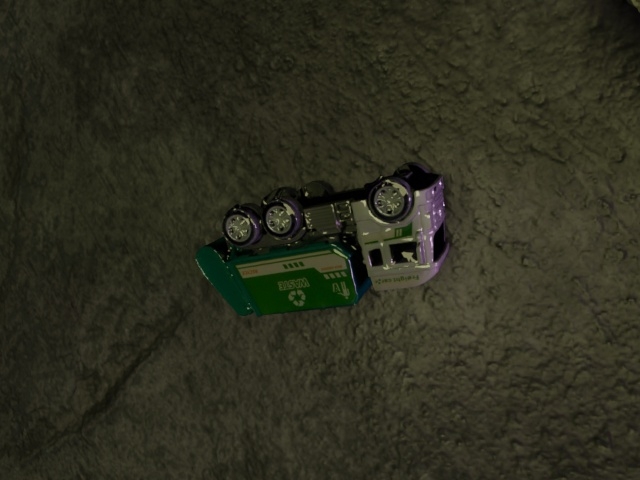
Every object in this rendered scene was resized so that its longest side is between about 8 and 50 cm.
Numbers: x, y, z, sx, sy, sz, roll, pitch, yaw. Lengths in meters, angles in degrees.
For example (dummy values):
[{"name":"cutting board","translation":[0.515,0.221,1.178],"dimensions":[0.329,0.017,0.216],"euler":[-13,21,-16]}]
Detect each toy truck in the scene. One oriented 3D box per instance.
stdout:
[{"name":"toy truck","translation":[0.000,0.000,0.553],"dimensions":[0.253,0.114,0.124],"euler":[-7,104,23]}]

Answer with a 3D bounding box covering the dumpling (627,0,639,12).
[{"name":"dumpling","translation":[0.365,-0.234,0.313],"dimensions":[0.340,0.181,0.260],"euler":[4,57,12]}]
